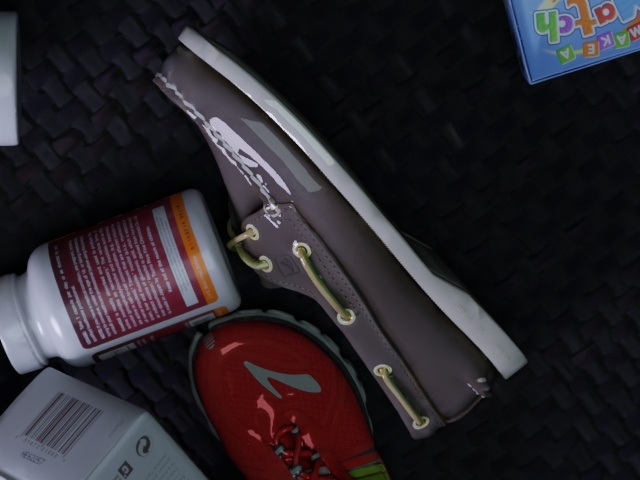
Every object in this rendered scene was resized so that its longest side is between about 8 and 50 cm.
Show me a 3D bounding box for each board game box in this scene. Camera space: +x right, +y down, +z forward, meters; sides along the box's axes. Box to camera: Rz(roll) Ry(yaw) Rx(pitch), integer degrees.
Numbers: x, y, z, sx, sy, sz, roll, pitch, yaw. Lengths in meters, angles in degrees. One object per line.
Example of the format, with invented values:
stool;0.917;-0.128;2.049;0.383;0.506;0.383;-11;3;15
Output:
board game box;0.181;-0.224;1.258;0.160;0.039;0.211;-17;108;-1

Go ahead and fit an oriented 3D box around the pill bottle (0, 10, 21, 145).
pill bottle;-0.292;-0.099;1.197;0.215;0.117;0.117;0;107;-6

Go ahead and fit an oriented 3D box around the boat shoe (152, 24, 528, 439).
boat shoe;0.000;0.000;1.269;0.096;0.116;0.324;-43;113;4

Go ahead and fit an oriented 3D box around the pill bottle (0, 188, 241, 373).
pill bottle;-0.135;0.030;1.274;0.152;0.086;0.086;-21;109;-1

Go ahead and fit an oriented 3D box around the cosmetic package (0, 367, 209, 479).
cosmetic package;-0.109;0.191;1.269;0.085;0.117;0.231;-50;128;-19

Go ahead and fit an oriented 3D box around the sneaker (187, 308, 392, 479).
sneaker;0.007;0.169;1.318;0.107;0.118;0.279;-30;109;2
